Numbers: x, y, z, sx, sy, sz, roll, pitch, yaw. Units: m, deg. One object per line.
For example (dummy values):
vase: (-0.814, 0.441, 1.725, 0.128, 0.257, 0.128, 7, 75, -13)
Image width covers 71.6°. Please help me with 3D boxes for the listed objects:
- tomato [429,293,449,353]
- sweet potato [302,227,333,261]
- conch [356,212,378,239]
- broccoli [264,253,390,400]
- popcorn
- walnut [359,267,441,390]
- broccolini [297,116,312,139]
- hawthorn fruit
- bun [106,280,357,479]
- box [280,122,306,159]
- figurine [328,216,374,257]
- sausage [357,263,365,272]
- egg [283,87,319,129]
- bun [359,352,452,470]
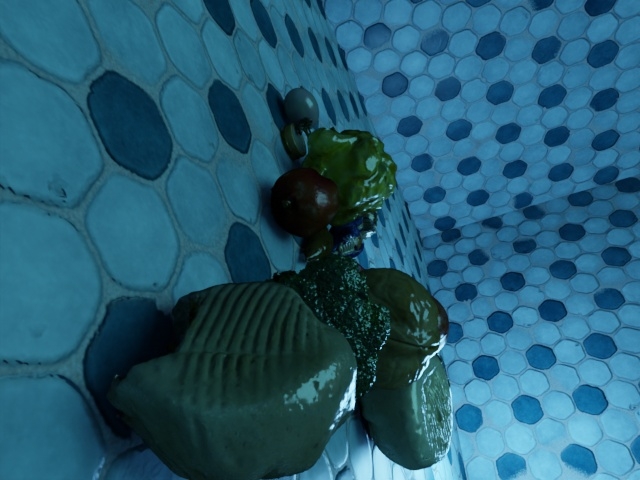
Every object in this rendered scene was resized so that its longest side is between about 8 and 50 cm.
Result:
tomato: (0.301, 0.287, 1.528, 0.265, 0.265, 0.265, -17, 90, -72)
sweet potato: (0.002, 0.000, 1.213, 0.269, 0.075, 0.075, -74, 143, -65)
conch: (0.141, -0.093, 1.704, 0.207, 0.130, 0.155, 36, 0, -26)
broccoli: (0.004, 0.158, 0.813, 0.269, 0.254, 0.269, -15, 90, -80)
popcorn: (0.079, -0.182, 1.284, 0.335, 0.279, 0.274, -87, -177, -72)
walnut: (0.158, 0.212, 1.108, 0.252, 0.277, 0.313, 47, -11, -24)
broccolini: (-0.024, -0.312, 1.353, 0.052, 0.054, 0.194, 60, 7, 32)
hawthorn fruit: (-0.040, -0.086, 1.039, 0.188, 0.169, 0.169, -45, 116, -71)
bun: (-0.088, 0.185, 0.556, 0.281, 0.281, 0.205, -74, 167, -59)
box: (-0.077, -0.289, 1.298, 0.105, 0.037, 0.105, -18, 90, -71)
figurine: (0.062, 0.014, 1.326, 0.262, 0.120, 0.164, -34, 145, -64)
sausage: (0.130, 0.104, 1.536, 0.050, 0.048, 0.145, 38, 0, 30)
egg: (-0.057, -0.397, 1.347, 0.135, 0.103, 0.103, 60, 22, -45)
bun: (0.237, 0.463, 1.272, 0.360, 0.211, 0.360, 33, 50, -50)
